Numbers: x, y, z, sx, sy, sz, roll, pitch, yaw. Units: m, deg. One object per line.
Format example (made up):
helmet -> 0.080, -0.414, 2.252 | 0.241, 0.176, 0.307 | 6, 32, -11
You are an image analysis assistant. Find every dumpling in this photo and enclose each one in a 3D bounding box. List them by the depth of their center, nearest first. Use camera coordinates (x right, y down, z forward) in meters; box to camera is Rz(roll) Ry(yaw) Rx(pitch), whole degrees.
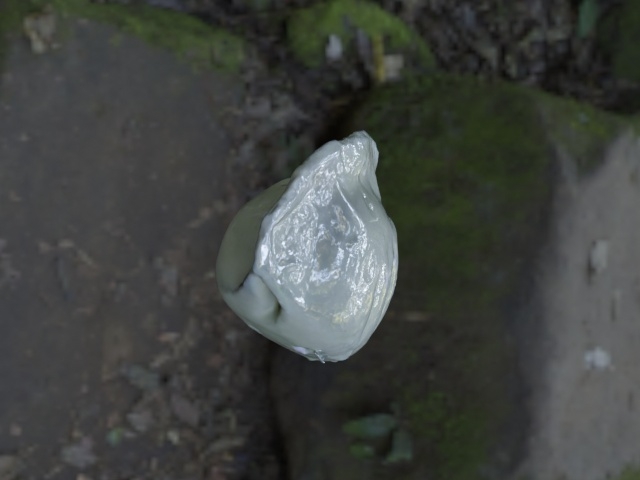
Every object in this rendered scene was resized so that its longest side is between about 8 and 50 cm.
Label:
dumpling -> 0.001, 0.000, 0.386 | 0.077, 0.043, 0.059 | 43, 64, -50
